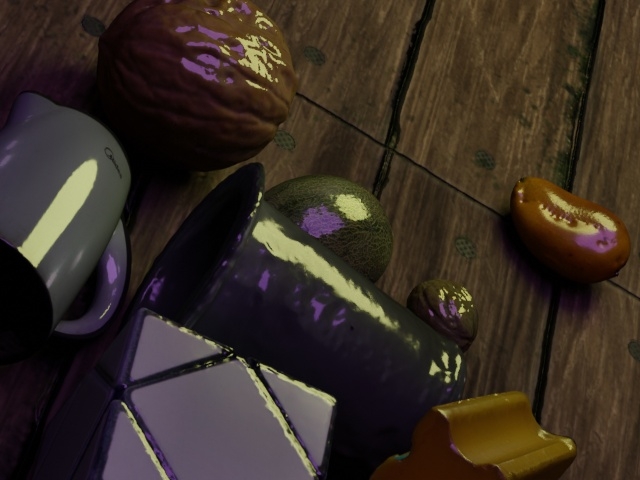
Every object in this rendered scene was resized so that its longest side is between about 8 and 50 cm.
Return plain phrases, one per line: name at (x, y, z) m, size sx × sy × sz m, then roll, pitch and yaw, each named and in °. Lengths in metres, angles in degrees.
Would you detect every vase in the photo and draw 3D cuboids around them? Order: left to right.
vase at (-0.019, 0.104, 1.729) m, size 0.291 × 0.245 × 0.245 m, roll 36°, pitch 41°, yaw -14°

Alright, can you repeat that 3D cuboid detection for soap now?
soap at (0.113, 0.240, 1.630) m, size 0.096 × 0.204 × 0.324 m, roll 43°, pitch 12°, yaw 15°

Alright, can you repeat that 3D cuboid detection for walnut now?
walnut at (-0.136, -0.172, 1.910) m, size 0.213 × 0.213 × 0.213 m, roll 21°, pitch 45°, yaw -22°
walnut at (0.132, 0.083, 1.964) m, size 0.092 × 0.092 × 0.092 m, roll 21°, pitch 45°, yaw -22°

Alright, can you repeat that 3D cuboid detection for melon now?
melon at (0.000, 0.000, 1.894) m, size 0.192 × 0.139 × 0.139 m, roll -3°, pitch 57°, yaw -38°

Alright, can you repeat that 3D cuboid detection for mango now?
mango at (0.292, -0.006, 2.167) m, size 0.159 × 0.084 × 0.105 m, roll 29°, pitch 55°, yaw 17°

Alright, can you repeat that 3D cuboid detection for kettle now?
kettle at (-0.263, 0.004, 1.696) m, size 0.221 × 0.161 × 0.236 m, roll 58°, pitch 33°, yaw -23°

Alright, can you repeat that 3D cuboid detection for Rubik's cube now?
Rubik's cube at (-0.129, 0.220, 1.550) m, size 0.205 × 0.205 × 0.207 m, roll 26°, pitch 44°, yaw -16°
